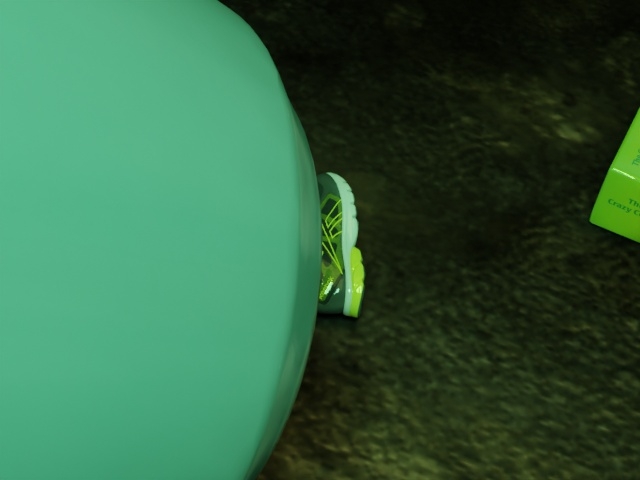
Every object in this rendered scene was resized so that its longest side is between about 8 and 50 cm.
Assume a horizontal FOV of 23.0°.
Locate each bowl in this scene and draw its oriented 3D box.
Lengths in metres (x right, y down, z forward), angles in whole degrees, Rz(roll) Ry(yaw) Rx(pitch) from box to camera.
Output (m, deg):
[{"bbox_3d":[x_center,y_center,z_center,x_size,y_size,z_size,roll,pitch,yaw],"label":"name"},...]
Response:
[{"bbox_3d":[-0.111,0.010,0.588,0.163,0.311,0.311,9,46,-29],"label":"bowl"}]

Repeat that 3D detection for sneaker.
[{"bbox_3d":[0.000,0.000,0.759,0.035,0.031,0.083,-2,51,-11],"label":"sneaker"}]

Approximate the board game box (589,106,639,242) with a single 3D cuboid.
[{"bbox_3d":[0.241,-0.016,0.808,0.181,0.043,0.092,24,51,10],"label":"board game box"}]
